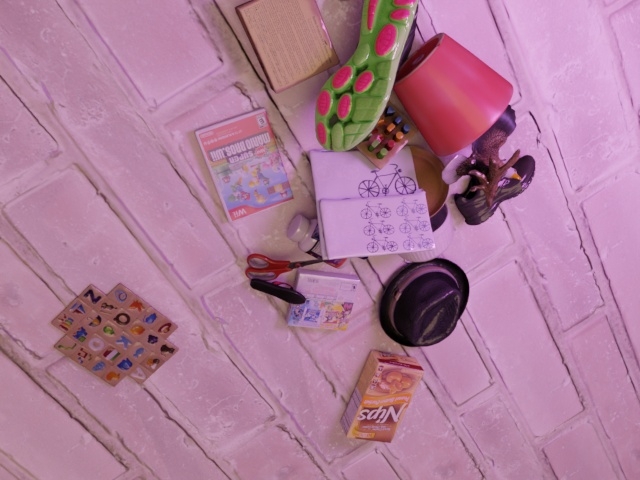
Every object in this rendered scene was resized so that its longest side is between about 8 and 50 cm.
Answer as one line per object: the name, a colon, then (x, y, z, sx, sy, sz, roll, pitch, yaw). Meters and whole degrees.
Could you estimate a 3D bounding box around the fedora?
fedora: (0.357, 0.227, 1.913, 0.334, 0.152, 0.334, -4, 112, -10)

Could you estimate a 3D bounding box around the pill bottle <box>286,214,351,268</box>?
pill bottle: (0.000, 0.000, 1.769, 0.193, 0.108, 0.108, 28, 103, -23)

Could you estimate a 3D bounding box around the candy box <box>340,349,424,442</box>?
candy box: (0.214, 0.550, 2.065, 0.183, 0.087, 0.316, 14, 108, -19)

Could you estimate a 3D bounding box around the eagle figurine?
eagle figurine: (0.476, -0.234, 1.687, 0.226, 0.298, 0.225, -25, 123, 26)

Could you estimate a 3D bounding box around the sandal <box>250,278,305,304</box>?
sandal: (-0.126, 0.147, 1.810, 0.179, 0.040, 0.067, 20, 140, 0)

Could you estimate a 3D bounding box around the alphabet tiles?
alphabet tiles: (-0.616, 0.291, 1.787, 0.285, 0.011, 0.342, -43, 115, 5)

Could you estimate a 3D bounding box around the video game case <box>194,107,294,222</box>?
video game case: (-0.211, -0.209, 1.674, 0.204, 0.025, 0.285, -20, 116, -6)

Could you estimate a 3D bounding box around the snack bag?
snack bag: (0.144, -0.117, 1.669, 0.323, 0.037, 0.342, -4, 72, -9)

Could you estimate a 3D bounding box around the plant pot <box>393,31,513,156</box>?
plant pot: (0.343, -0.411, 1.618, 0.243, 0.275, 0.275, 42, 97, -16)

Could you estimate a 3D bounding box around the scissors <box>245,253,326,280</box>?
scissors: (-0.083, 0.081, 1.775, 0.297, 0.021, 0.109, 0, 130, 4)

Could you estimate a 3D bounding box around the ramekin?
ramekin: (0.301, -0.029, 1.787, 0.207, 0.207, 0.109, -28, 125, -2)

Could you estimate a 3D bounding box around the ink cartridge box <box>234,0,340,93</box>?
ink cartridge box: (-0.085, -0.533, 1.535, 0.193, 0.088, 0.234, -26, 115, -4)

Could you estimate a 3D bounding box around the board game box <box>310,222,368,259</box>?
board game box: (0.083, -0.068, 1.735, 0.194, 0.060, 0.194, 22, 67, -27)

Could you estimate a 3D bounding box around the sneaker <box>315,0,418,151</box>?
sneaker: (0.144, -0.446, 1.551, 0.185, 0.202, 0.483, 28, 96, 19)

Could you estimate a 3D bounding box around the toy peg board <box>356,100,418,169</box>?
toy peg board: (0.170, -0.314, 1.652, 0.161, 0.079, 0.160, 44, 87, -1)

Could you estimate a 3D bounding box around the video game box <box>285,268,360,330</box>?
video game box: (0.006, 0.191, 1.885, 0.205, 0.048, 0.187, 8, 107, -17)

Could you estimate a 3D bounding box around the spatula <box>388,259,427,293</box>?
spatula: (0.352, 0.157, 1.975, 0.242, 0.019, 0.168, 22, 106, -22)

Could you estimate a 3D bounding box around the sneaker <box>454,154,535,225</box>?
sneaker: (0.544, -0.176, 1.842, 0.286, 0.109, 0.130, -42, 110, 3)

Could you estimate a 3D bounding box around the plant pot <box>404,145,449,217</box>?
plant pot: (0.262, -0.164, 1.751, 0.236, 0.032, 0.236, -1, 80, 5)
